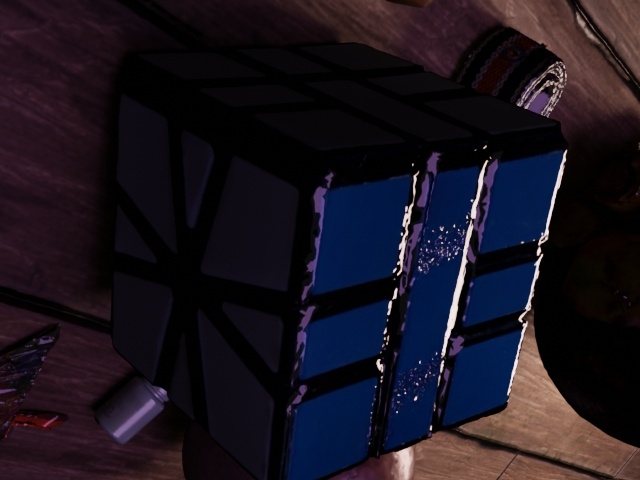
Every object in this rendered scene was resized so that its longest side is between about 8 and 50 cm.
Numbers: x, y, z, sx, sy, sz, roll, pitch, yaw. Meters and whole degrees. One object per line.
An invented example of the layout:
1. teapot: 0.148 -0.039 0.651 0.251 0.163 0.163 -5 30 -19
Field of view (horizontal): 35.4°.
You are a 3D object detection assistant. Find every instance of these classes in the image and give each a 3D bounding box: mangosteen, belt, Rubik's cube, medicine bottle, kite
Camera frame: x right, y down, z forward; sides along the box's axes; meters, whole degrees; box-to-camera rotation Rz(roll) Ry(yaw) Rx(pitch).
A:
1. mangosteen: 0.469 0.080 1.393 0.381 0.421 0.381 -27 178 -1
2. belt: 0.149 -0.069 1.139 0.126 0.094 0.359 12 112 -47
3. Rubik's cube: 0.000 0.000 0.869 0.283 0.293 0.288 -14 120 -39
4. medicine bottle: -0.193 0.172 1.054 0.083 0.047 0.047 -42 142 -9
5. kite: -0.322 0.172 0.962 0.189 0.009 0.232 17 111 -51

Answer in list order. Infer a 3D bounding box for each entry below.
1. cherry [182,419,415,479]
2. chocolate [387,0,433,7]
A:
1. cherry: -0.015 0.214 1.097 0.307 0.261 0.221 -61 145 -12
2. chocolate: 0.087 -0.305 0.874 0.148 0.093 0.214 12 113 -47
